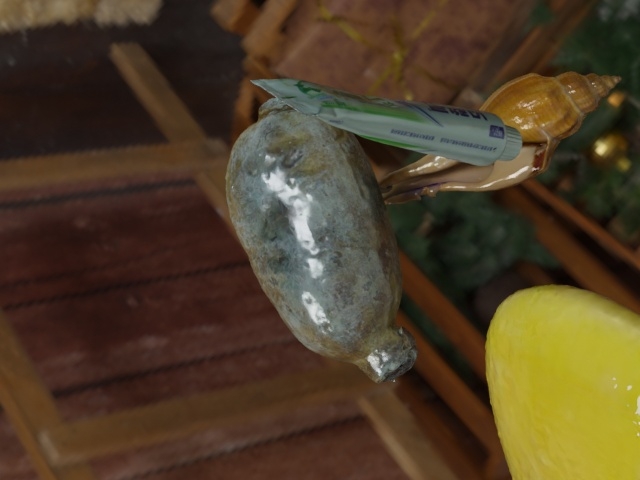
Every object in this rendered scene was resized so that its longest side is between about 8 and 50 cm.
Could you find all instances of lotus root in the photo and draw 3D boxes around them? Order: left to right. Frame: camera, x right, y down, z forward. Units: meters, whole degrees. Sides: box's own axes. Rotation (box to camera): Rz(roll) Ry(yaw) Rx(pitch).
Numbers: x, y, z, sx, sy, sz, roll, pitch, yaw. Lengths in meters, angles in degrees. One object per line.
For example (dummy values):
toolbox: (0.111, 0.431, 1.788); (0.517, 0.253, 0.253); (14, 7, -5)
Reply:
lotus root: (-0.002, 0.000, 1.713); (0.175, 0.349, 0.175); (-20, 169, -4)

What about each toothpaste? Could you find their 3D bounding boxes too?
toothpaste: (0.069, -0.098, 1.270); (0.297, 0.075, 0.048); (7, 111, -47)

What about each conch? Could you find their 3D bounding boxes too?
conch: (0.202, -0.117, 1.810); (0.330, 0.093, 0.109); (-26, 107, 22)

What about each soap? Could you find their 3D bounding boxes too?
soap: (0.262, 0.219, 1.242); (0.115, 0.306, 0.427); (-33, 123, -19)
